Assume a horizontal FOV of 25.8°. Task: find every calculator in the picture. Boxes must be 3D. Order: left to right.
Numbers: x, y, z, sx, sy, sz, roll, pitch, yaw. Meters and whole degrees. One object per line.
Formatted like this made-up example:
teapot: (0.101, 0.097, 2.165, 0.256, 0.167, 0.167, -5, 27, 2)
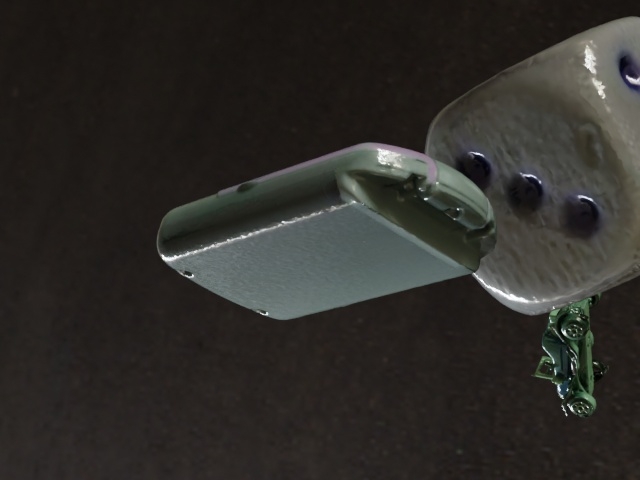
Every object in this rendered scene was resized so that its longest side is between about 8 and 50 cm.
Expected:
calculator: (0.000, 0.000, 0.934, 0.246, 0.141, 0.045, -18, 55, 41)

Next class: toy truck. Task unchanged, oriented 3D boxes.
toy truck: (0.284, 0.122, 1.616, 0.078, 0.080, 0.154, 3, 124, 23)

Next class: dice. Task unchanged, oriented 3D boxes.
dice: (0.216, -0.060, 1.152, 0.192, 0.194, 0.193, -26, 87, 40)
